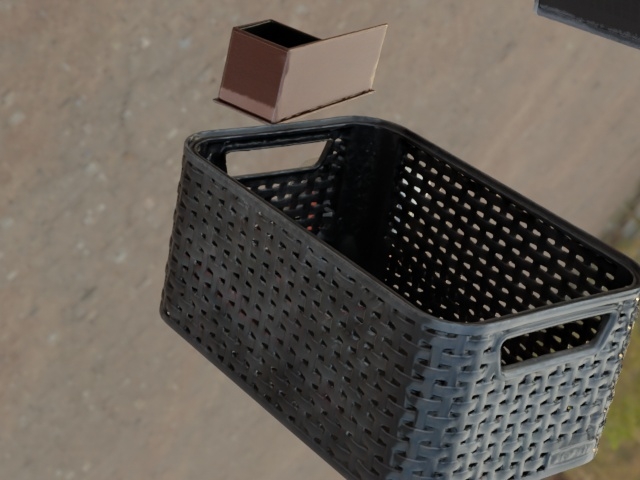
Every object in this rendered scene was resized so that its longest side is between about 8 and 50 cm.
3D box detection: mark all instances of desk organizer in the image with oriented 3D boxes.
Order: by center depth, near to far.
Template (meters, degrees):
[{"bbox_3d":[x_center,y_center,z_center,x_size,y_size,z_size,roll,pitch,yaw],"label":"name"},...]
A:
[{"bbox_3d":[-0.010,-0.115,0.944,0.130,0.047,0.050,-26,135,-56],"label":"desk organizer"}]

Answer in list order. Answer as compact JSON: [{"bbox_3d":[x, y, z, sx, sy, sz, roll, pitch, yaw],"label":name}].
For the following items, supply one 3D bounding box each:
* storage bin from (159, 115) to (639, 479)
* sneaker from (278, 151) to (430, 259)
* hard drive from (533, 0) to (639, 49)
[{"bbox_3d":[0.028,0.022,0.609,0.122,0.180,0.084,-10,122,-38],"label":"storage bin"},{"bbox_3d":[0.000,0.000,1.500,0.148,0.131,0.350,-55,180,-14],"label":"sneaker"},{"bbox_3d":[0.260,-0.197,0.850,0.254,0.172,0.054,-39,132,-21],"label":"hard drive"}]
